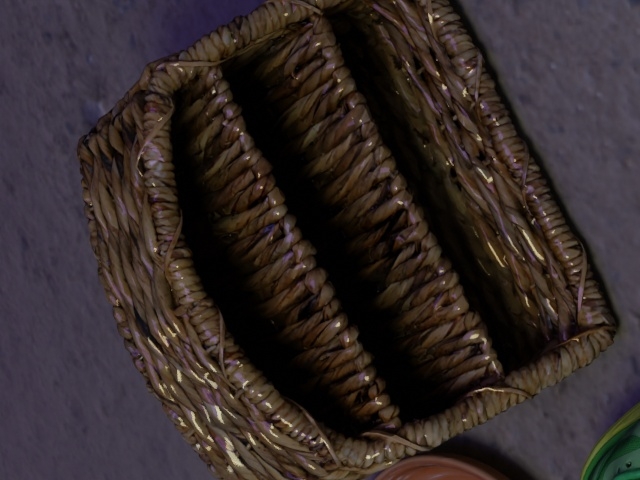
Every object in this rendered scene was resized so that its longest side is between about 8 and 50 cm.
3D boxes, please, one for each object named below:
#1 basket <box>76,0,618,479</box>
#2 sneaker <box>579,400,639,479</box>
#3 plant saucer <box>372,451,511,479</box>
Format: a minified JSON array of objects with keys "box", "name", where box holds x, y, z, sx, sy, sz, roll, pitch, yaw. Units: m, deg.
[{"box":[0.000,0.000,1.139,0.223,0.213,0.299,-31,83,46],"name":"basket"},{"box":[0.231,0.104,1.006,0.109,0.123,0.295,19,130,0],"name":"sneaker"},{"box":[0.107,0.240,1.249,0.200,0.037,0.200,18,117,40],"name":"plant saucer"}]
